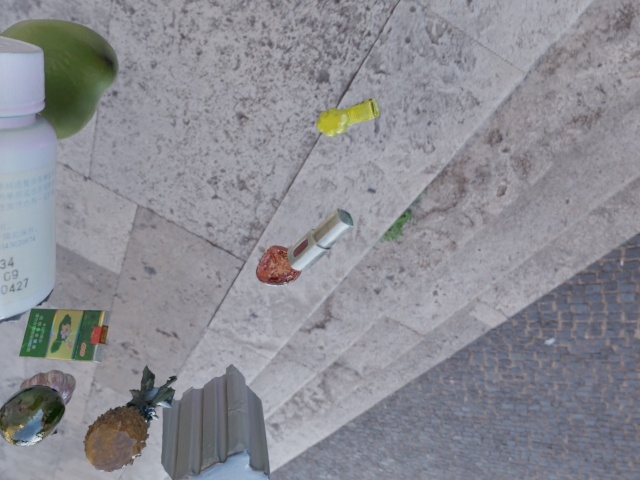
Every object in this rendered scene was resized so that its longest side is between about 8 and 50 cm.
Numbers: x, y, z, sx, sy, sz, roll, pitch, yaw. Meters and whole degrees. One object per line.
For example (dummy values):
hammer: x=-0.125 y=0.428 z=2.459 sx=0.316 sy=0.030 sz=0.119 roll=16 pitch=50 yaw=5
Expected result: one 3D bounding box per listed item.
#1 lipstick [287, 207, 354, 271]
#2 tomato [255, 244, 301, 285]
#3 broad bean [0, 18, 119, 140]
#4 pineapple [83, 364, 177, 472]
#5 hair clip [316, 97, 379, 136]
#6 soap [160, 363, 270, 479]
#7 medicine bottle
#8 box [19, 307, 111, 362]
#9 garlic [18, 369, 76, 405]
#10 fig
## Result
lipstick: x=0.000 y=0.000 z=1.561 sx=0.077 sy=0.079 sz=0.253 roll=18 pitch=135 yaw=-38
tomato: x=-0.156 y=0.114 z=1.972 sx=0.174 sy=0.166 sz=0.082 roll=23 pitch=170 yaw=15
broad bean: x=-0.469 y=-0.287 z=0.868 sx=0.121 sy=0.263 sz=0.189 roll=-9 pitch=132 yaw=27
pineapple: x=-0.389 y=0.361 z=1.039 sx=0.119 sy=0.277 sz=0.130 roll=-8 pitch=95 yaw=0
hair clip: x=0.063 y=-0.310 z=1.259 sx=0.173 sy=0.046 sz=0.072 roll=-8 pitch=107 yaw=31
soap: x=-0.384 y=0.726 z=1.818 sx=0.350 sy=0.435 sz=0.213 roll=-28 pitch=118 yaw=0
medicine bottle: x=-0.488 y=-0.085 z=0.692 sx=0.213 sy=0.213 sz=0.378 roll=17 pitch=112 yaw=8
box: x=-0.667 y=0.246 z=1.292 sx=0.235 sy=0.132 sz=0.034 roll=0 pitch=161 yaw=15
garlic: x=-0.810 y=0.453 z=1.461 sx=0.159 sy=0.102 sz=0.147 roll=-20 pitch=133 yaw=-10
fig: x=-0.564 y=0.353 z=0.980 sx=0.117 sy=0.117 sz=0.177 roll=26 pitch=148 yaw=-1
